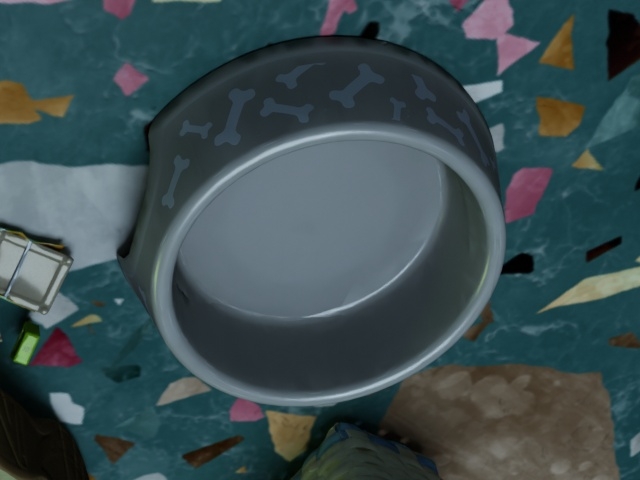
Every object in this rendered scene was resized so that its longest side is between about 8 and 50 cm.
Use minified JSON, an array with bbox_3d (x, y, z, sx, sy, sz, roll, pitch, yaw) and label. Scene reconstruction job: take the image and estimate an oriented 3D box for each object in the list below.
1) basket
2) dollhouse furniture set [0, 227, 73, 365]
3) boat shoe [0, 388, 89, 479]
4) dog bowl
[{"bbox_3d":[0.049,0.338,1.557,0.201,0.289,0.255,28,119,-27],"label":"basket"},{"bbox_3d":[-0.277,0.056,1.408,0.076,0.058,0.152,23,100,-22],"label":"dollhouse furniture set"},{"bbox_3d":[-0.282,0.210,1.462,0.089,0.105,0.285,-16,147,8],"label":"boat shoe"},{"bbox_3d":[0.000,0.000,1.393,0.348,0.102,0.349,-9,130,-11],"label":"dog bowl"}]
